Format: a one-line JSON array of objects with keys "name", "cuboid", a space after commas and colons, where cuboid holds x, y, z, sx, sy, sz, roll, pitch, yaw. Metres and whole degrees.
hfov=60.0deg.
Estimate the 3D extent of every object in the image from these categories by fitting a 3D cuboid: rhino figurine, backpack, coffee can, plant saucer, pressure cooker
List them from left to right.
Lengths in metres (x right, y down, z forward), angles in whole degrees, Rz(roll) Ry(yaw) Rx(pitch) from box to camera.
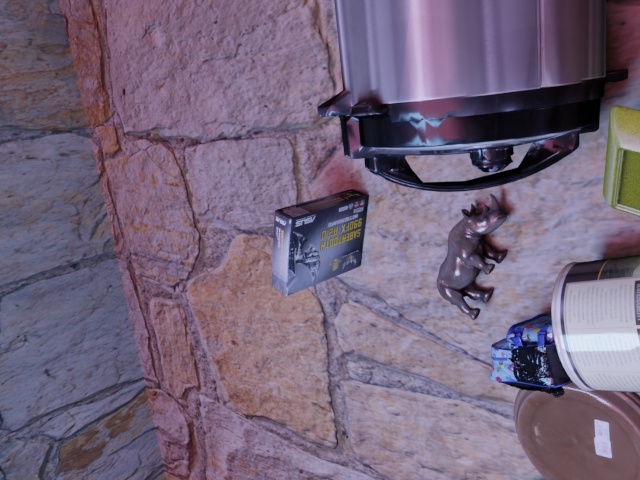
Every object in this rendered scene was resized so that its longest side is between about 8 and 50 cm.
[{"name": "pressure cooker", "cuboid": [0.200, -0.278, 0.786, 0.370, 0.376, 0.420, 5, 108, 42]}, {"name": "rhino figurine", "cuboid": [0.285, 0.024, 1.043, 0.106, 0.073, 0.243, 29, 123, 32]}, {"name": "backpack", "cuboid": [0.378, 0.193, 0.963, 0.173, 0.158, 0.116, -20, 82, 60]}, {"name": "plant saucer", "cuboid": [0.477, 0.364, 1.005, 0.278, 0.041, 0.277, 19, 117, 41]}, {"name": "plant saucer", "cuboid": [0.475, -0.079, 0.752, 0.188, 0.045, 0.188, 27, 159, 37]}, {"name": "coffee can", "cuboid": [0.497, 0.111, 0.760, 0.275, 0.202, 0.201, -13, 96, 48]}]

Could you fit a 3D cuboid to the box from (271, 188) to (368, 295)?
[{"name": "box", "cuboid": [0.000, 0.000, 1.208, 0.056, 0.231, 0.183, 28, 124, 40]}]
